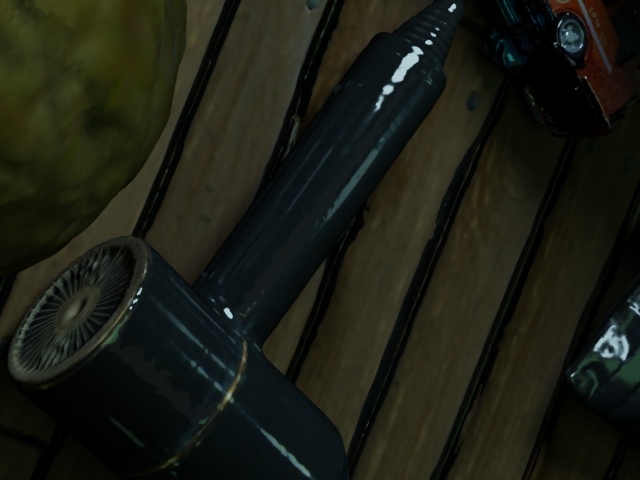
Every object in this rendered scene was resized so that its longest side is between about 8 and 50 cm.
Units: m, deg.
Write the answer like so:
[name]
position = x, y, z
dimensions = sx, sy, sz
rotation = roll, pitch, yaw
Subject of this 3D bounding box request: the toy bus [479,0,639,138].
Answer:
[toy bus]
position = 0.127, -0.177, 1.139
dimensions = 0.096, 0.073, 0.235
rotation = -39, 112, -25

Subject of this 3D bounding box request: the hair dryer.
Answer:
[hair dryer]
position = 0.000, 0.000, 1.086
dimensions = 0.189, 0.107, 0.352
rotation = 47, 70, -27

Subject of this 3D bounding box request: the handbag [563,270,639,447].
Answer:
[handbag]
position = 0.287, 0.049, 1.244
dimensions = 0.211, 0.089, 0.254
rotation = 43, 80, -28

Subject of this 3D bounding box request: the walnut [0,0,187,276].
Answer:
[walnut]
position = -0.208, -0.131, 0.827
dimensions = 0.333, 0.333, 0.333
rotation = -4, 99, -27
